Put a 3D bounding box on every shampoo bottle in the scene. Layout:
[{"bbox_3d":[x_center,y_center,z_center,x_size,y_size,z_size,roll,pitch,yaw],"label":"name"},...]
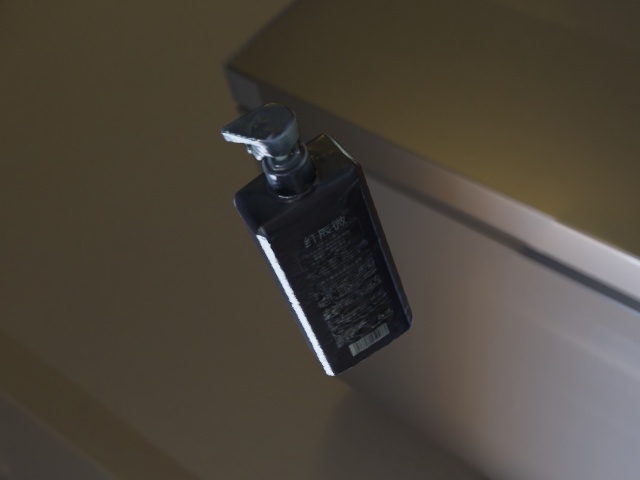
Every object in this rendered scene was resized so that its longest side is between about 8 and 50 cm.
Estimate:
[{"bbox_3d":[0.001,0.000,0.962,0.098,0.071,0.309,-31,-36,-6],"label":"shampoo bottle"}]
